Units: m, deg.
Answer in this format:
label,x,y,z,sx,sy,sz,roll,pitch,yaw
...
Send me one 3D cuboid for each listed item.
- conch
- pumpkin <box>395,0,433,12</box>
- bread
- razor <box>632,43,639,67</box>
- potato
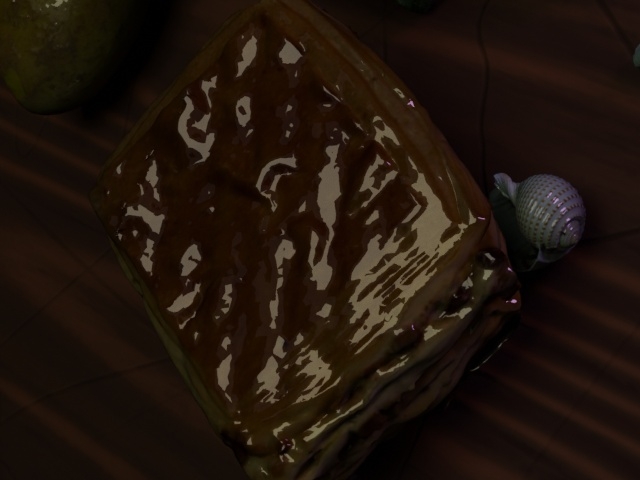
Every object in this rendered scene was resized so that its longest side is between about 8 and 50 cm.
label,x,y,z,sx,sy,sz,roll,pitch,yaw
conch,0.161,-0.015,1.359,0.085,0.057,0.076,-119,39,-54
pumpkin,0.033,-0.292,1.472,0.248,0.248,0.248,-14,66,34
bread,0.000,0.000,1.406,0.277,0.167,0.324,-46,61,15
razor,0.312,-0.138,1.297,0.211,0.036,0.084,0,72,37
potato,-0.226,-0.260,1.691,0.176,0.141,0.298,4,76,48
